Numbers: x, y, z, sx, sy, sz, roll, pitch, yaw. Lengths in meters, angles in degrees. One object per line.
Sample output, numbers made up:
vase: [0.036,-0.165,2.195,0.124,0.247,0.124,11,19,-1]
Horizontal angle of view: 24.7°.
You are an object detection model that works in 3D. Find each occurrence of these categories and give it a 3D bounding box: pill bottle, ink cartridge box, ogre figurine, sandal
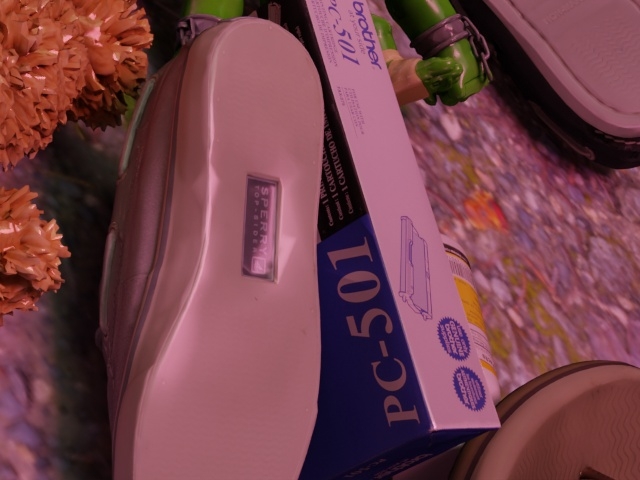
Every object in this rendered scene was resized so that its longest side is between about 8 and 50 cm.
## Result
pill bottle: [0.048,0.058,0.679,0.065,0.065,0.116,20,43,-32]
ink cartridge box: [0.000,0.000,0.632,0.046,0.097,0.207,5,62,-45]
ogre figurine: [-0.004,-0.124,0.781,0.197,0.097,0.118,-14,76,-15]
sandal: [0.083,0.152,0.574,0.303,0.086,0.120,-37,120,-49]

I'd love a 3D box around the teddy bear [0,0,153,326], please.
teddy bear: [-0.162,-0.071,0.507,0.338,0.113,0.245,-20,108,-60]

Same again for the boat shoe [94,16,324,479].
boat shoe: [-0.050,0.024,0.591,0.079,0.081,0.227,17,72,-34]

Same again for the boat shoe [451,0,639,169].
boat shoe: [0.134,-0.177,0.974,0.114,0.091,0.302,-23,69,-7]
